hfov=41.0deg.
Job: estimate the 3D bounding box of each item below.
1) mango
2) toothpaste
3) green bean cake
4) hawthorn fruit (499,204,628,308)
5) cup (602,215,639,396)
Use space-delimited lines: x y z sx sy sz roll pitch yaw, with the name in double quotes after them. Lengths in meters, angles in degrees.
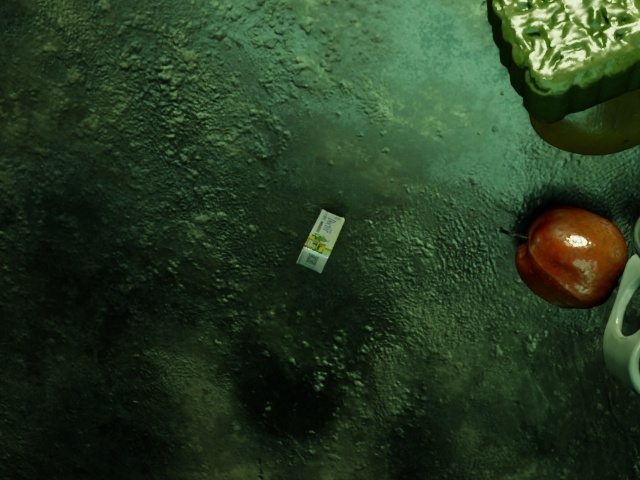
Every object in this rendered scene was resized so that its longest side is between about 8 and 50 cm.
0.422 -0.195 1.258 0.228 0.099 0.136 -7 103 3 "mango"
0.000 0.000 1.364 0.046 0.164 0.034 23 115 1 "toothpaste"
0.366 -0.301 1.171 0.248 0.125 0.222 -18 69 4 "green bean cake"
0.367 0.018 1.317 0.194 0.157 0.157 25 113 9 "hawthorn fruit"
0.617 0.104 1.231 0.401 0.310 0.392 -20 111 22 "cup"
